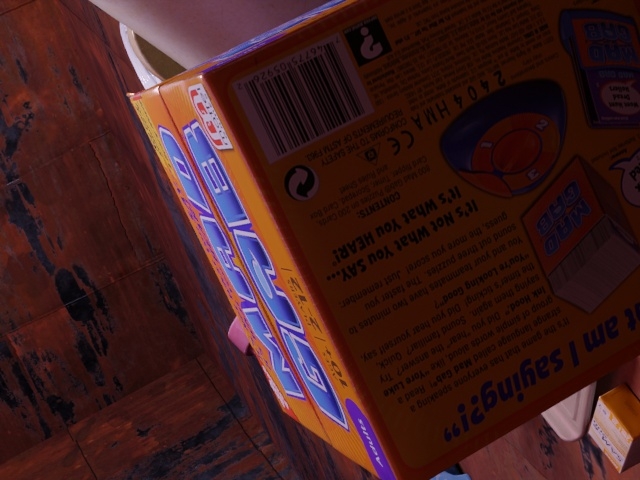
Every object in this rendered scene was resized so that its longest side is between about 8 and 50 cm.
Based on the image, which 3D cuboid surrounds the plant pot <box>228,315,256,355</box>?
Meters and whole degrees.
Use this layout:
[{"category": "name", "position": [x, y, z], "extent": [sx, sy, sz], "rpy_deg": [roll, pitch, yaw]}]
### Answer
[{"category": "plant pot", "position": [-0.047, 0.176, 2.503], "extent": [0.180, 0.201, 0.201], "rpy_deg": [42, 162, 13]}]

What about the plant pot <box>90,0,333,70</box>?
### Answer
[{"category": "plant pot", "position": [-0.143, -0.347, 1.523], "extent": [0.305, 0.334, 0.334], "rpy_deg": [42, -178, -39]}]

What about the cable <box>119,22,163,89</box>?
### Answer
[{"category": "cable", "position": [-0.318, -0.355, 2.628], "extent": [0.257, 0.089, 0.257], "rpy_deg": [63, 166, -6]}]

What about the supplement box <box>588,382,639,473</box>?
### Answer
[{"category": "supplement box", "position": [0.336, 0.210, 1.450], "extent": [0.062, 0.036, 0.098], "rpy_deg": [55, 165, 29]}]

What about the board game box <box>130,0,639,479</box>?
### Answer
[{"category": "board game box", "position": [0.090, -0.051, 1.158], "extent": [0.356, 0.357, 0.356], "rpy_deg": [65, 166, -10]}]

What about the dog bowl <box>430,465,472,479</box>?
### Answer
[{"category": "dog bowl", "position": [0.178, 0.374, 2.274], "extent": [0.297, 0.074, 0.166], "rpy_deg": [62, 167, 2]}]

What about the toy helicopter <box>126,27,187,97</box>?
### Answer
[{"category": "toy helicopter", "position": [-0.138, -0.233, 1.903], "extent": [0.355, 0.235, 0.140], "rpy_deg": [41, 165, -27]}]

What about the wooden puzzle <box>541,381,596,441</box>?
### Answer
[{"category": "wooden puzzle", "position": [0.257, 0.095, 1.519], "extent": [0.221, 0.044, 0.238], "rpy_deg": [54, 160, 32]}]
